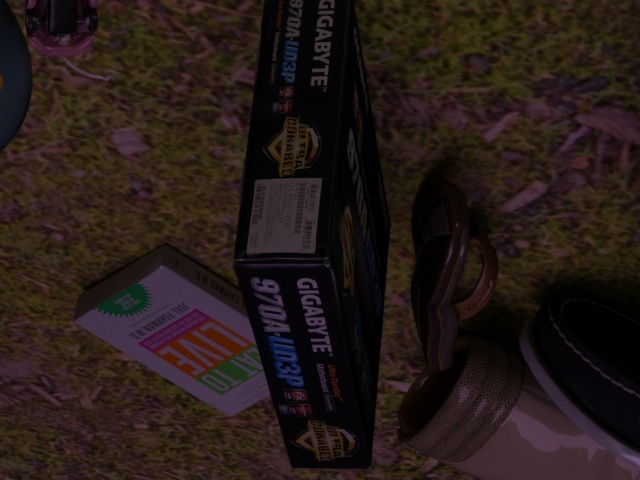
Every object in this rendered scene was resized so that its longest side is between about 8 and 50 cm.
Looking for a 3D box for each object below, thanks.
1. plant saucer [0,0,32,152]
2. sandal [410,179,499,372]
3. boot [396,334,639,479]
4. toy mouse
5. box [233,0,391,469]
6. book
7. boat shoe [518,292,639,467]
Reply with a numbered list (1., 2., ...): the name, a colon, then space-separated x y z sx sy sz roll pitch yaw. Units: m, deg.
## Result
1. plant saucer: -0.325 -0.105 1.024 0.317 0.044 0.318 7 147 4
2. sandal: 0.084 0.021 1.098 0.049 0.072 0.180 -8 148 -3
3. boot: 0.147 0.153 1.256 0.203 0.095 0.262 22 160 -4
4. toy mouse: -0.167 -0.137 0.932 0.161 0.031 0.143 16 118 -28
5. box: 0.000 0.000 0.983 0.051 0.175 0.220 0 145 8
6. book: -0.082 0.060 1.228 0.144 0.035 0.096 33 136 -30
7. boat shoe: 0.260 0.111 1.092 0.302 0.114 0.091 34 128 16
